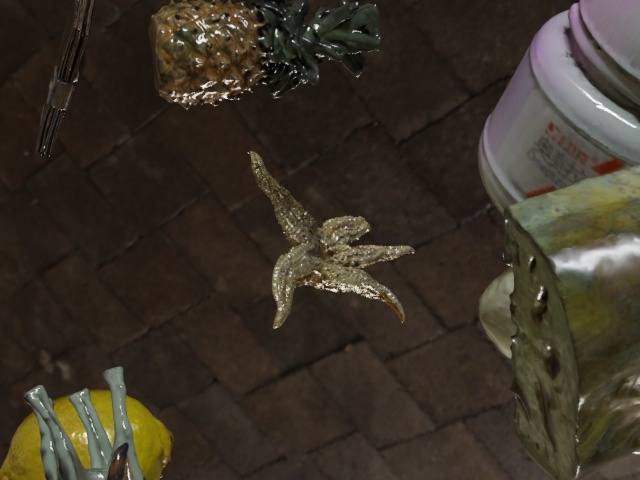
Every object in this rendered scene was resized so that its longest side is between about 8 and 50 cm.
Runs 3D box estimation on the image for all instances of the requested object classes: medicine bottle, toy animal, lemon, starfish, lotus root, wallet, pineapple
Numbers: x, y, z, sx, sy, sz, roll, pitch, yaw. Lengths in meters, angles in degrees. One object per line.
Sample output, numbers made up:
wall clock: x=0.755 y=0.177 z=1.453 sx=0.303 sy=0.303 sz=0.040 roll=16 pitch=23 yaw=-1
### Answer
medicine bottle: x=0.321 y=-0.146 z=1.170 sx=0.241 sy=0.241 sz=0.302 roll=33 pitch=132 yaw=8
toy animal: x=-0.197 y=0.202 z=0.968 sx=0.170 sy=0.090 sz=0.255 roll=64 pitch=157 yaw=25
lemon: x=-0.347 y=0.323 z=1.707 sx=0.260 sy=0.204 sz=0.204 roll=-11 pitch=125 yaw=-12
starfish: x=0.019 y=0.011 z=1.864 sx=0.084 sy=0.294 sz=0.301 roll=-43 pitch=51 yaw=42
lotus root: x=0.307 y=0.076 z=0.994 sx=0.149 sy=0.260 sz=0.267 roll=-121 pitch=18 yaw=-53
wallet: x=-0.361 y=-0.238 z=1.631 sx=0.042 sy=0.124 sz=0.230 roll=16 pitch=129 yaw=-19
pineapple: x=-0.072 y=-0.270 z=1.540 sx=0.310 sy=0.141 sz=0.170 roll=-8 pitch=113 yaw=-13

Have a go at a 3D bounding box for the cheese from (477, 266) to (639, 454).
cheese: x=0.315 y=0.076 z=1.298 sx=0.251 sy=0.248 sz=0.173 roll=29 pitch=124 yaw=3
